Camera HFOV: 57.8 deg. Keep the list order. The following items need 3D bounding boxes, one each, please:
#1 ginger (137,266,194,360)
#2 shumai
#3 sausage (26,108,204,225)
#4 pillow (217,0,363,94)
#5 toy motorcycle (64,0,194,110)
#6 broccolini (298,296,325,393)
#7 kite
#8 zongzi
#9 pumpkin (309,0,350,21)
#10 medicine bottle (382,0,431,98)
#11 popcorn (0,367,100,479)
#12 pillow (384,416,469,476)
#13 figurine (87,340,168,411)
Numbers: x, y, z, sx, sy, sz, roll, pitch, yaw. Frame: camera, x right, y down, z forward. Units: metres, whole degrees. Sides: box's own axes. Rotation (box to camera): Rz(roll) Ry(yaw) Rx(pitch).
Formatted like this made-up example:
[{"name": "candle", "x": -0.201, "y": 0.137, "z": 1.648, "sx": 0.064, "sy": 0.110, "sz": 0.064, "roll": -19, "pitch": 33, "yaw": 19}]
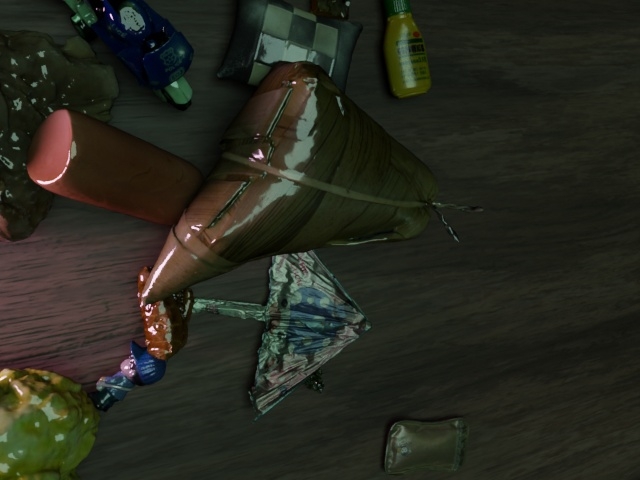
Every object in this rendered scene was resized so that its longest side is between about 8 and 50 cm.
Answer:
[{"name": "ginger", "x": -0.263, "y": 0.121, "z": 1.009, "sx": 0.073, "sy": 0.103, "sz": 0.162, "roll": -11, "pitch": 89, "yaw": 13}, {"name": "shumai", "x": -0.478, "y": -0.195, "z": 0.886, "sx": 0.283, "sy": 0.217, "sz": 0.346, "roll": -52, "pitch": 129, "yaw": -46}, {"name": "sausage", "x": -0.298, "y": -0.101, "z": 0.899, "sx": 0.304, "sy": 0.121, "sz": 0.121, "roll": 22, "pitch": 83, "yaw": -64}, {"name": "pillow", "x": -0.054, "y": -0.347, "z": 1.060, "sx": 0.250, "sy": 0.106, "sz": 0.186, "roll": 15, "pitch": 88, "yaw": -19}, {"name": "toy motorcycle", "x": -0.308, "y": -0.344, "z": 0.900, "sx": 0.125, "sy": 0.196, "sz": 0.331, "roll": -43, "pitch": 110, "yaw": -15}, {"name": "broccolini", "x": -0.034, "y": 0.210, "z": 1.146, "sx": 0.052, "sy": 0.054, "sz": 0.194, "roll": -13, "pitch": 98, "yaw": -3}, {"name": "kite", "x": -0.067, "y": 0.148, "z": 1.112, "sx": 0.368, "sy": 0.014, "sz": 0.406, "roll": 9, "pitch": 84, "yaw": -16}, {"name": "zongzi", "x": -0.011, "y": -0.007, "z": 1.061, "sx": 0.500, "sy": 0.218, "sz": 0.467, "roll": 32, "pitch": 94, "yaw": -36}, {"name": "pumpkin", "x": 0.020, "y": -0.468, "z": 1.112, "sx": 0.074, "sy": 0.054, "sz": 0.083, "roll": 1, "pitch": 89, "yaw": -28}, {"name": "medicine bottle", "x": 0.163, "y": -0.423, "z": 1.171, "sx": 0.095, "sy": 0.064, "sz": 0.260, "roll": -15, "pitch": 99, "yaw": -22}, {"name": "popcorn", "x": -0.471, "y": 0.305, "z": 0.883, "sx": 0.256, "sy": 0.195, "sz": 0.254, "roll": -26, "pitch": 110, "yaw": -39}, {"name": "pillow", "x": 0.239, "y": 0.454, "z": 1.283, "sx": 0.218, "sy": 0.033, "sz": 0.130, "roll": 8, "pitch": 92, "yaw": -24}, {"name": "figurine", "x": -0.329, "y": 0.240, "z": 1.000, "sx": 0.079, "sy": 0.077, "sz": 0.136, "roll": 33, "pitch": 75, "yaw": 18}]
